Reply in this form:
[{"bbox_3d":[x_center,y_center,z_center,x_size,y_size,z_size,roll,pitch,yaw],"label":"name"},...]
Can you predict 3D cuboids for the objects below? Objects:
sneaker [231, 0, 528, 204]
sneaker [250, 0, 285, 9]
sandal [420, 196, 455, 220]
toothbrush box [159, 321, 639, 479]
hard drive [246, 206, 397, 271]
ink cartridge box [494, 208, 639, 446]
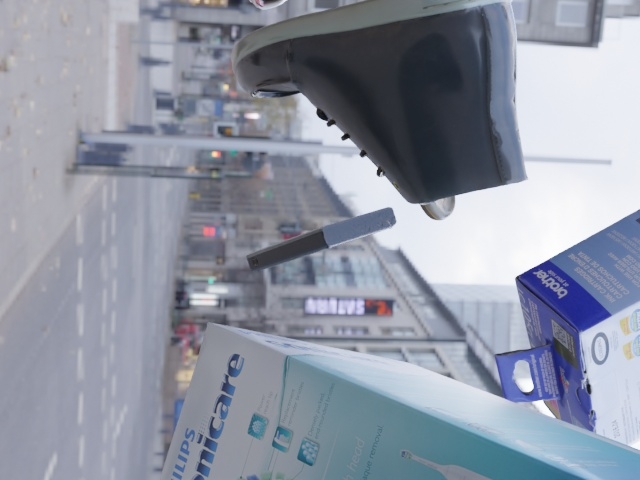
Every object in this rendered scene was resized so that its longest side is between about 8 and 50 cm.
[{"bbox_3d":[0.024,-0.077,0.587,0.222,0.083,0.118,0,-79,53],"label":"sneaker"},{"bbox_3d":[-0.108,-0.391,1.504,0.070,0.134,0.051,-70,171,-54],"label":"sneaker"},{"bbox_3d":[0.117,-0.086,1.075,0.180,0.049,0.072,50,49,-43],"label":"sandal"},{"bbox_3d":[0.085,0.155,0.552,0.296,0.216,0.126,18,-90,41],"label":"toothbrush box"},{"bbox_3d":[0.000,0.000,0.987,0.135,0.094,0.022,-19,-91,52],"label":"hard drive"},{"bbox_3d":[0.431,0.116,1.327,0.151,0.396,0.270,48,-17,51],"label":"ink cartridge box"}]
